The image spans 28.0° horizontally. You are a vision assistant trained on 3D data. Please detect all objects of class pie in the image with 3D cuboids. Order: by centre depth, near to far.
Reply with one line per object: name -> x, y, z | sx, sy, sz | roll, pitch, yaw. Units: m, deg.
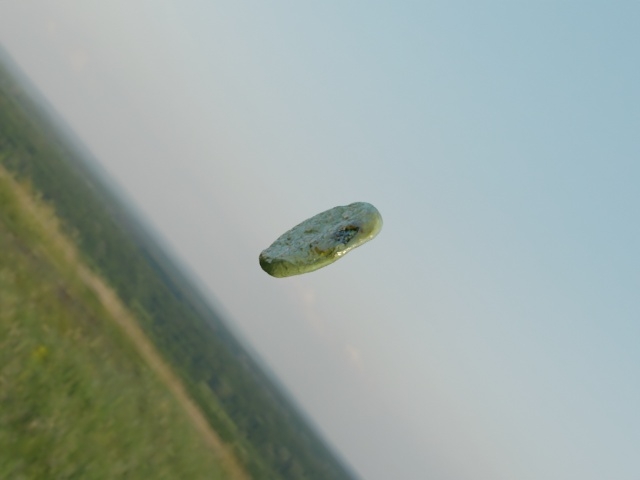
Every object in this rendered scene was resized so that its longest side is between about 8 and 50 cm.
pie -> 0.000, 0.000, 0.813 | 0.017, 0.085, 0.085 | 65, -10, -16
